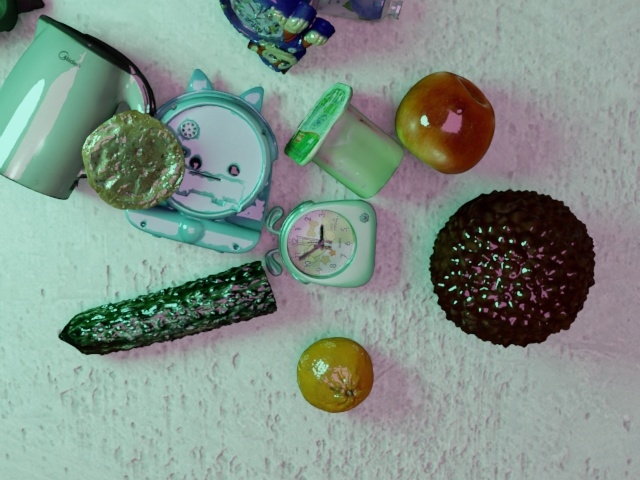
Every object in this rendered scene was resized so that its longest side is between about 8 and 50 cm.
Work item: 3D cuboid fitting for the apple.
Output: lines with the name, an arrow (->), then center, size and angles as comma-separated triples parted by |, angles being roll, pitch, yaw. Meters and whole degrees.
apple -> 0.203, -0.190, 1.165 | 0.163, 0.163, 0.139 | 31, 111, -11

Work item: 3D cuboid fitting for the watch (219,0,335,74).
watch -> -0.045, -0.389, 1.095 | 0.171, 0.196, 0.200 | 34, 76, -19

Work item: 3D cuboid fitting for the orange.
orange -> 0.026, 0.229, 1.240 | 0.135, 0.117, 0.135 | -1, 94, -10

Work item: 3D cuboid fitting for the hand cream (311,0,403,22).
hand cream -> 0.062, -0.390, 1.171 | 0.142, 0.053, 0.084 | 18, 98, 0

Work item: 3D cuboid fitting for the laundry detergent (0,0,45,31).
laundry detergent -> -0.509, -0.333, 1.055 | 0.222, 0.144, 0.078 | -17, 137, -30

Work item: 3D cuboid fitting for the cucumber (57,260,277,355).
cucumber -> -0.254, 0.121, 1.196 | 0.359, 0.096, 0.096 | -15, 102, -5

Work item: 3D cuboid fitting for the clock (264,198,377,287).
clock -> 0.000, 0.000, 1.223 | 0.188, 0.060, 0.148 | 3, 100, -7

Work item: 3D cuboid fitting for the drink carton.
drink carton -> 0.047, -0.152, 1.168 | 0.142, 0.146, 0.144 | 34, 95, -20

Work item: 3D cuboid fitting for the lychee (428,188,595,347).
lychee -> 0.310, 0.040, 1.184 | 0.264, 0.300, 0.264 | 12, 132, 14

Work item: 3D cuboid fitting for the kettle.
kettle -> -0.370, -0.187, 1.091 | 0.221, 0.161, 0.236 | 31, 92, -5

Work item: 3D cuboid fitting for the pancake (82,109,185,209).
pancake -> -0.273, -0.118, 1.074 | 0.151, 0.025, 0.151 | -7, 112, -18

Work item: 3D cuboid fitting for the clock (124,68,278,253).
clock -> -0.180, -0.127, 1.161 | 0.223, 0.094, 0.274 | 12, 99, -10
